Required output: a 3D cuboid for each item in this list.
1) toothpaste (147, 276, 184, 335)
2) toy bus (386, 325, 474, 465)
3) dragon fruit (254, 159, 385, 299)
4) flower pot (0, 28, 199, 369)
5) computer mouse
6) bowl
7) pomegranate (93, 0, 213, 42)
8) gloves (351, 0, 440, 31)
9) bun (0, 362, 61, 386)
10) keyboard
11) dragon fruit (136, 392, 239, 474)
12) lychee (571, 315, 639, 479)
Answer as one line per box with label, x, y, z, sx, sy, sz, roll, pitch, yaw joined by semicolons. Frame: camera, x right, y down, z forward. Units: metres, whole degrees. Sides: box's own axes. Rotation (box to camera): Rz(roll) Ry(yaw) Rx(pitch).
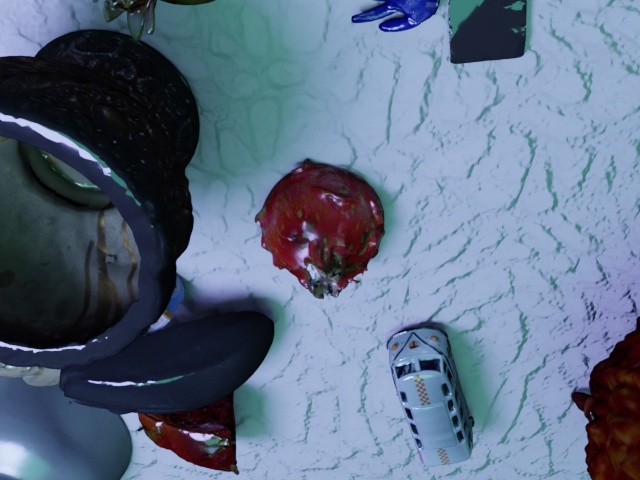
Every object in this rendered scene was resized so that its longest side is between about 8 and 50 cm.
toothpaste;-0.253;0.026;0.862;0.193;0.070;0.044;41;123;-13
toy bus;0.142;0.204;0.928;0.087;0.089;0.194;-12;121;12
dragon fruit;0.000;0.000;0.792;0.153;0.111;0.153;0;122;0
flower pot;-0.232;-0.063;0.673;0.266;0.267;0.267;3;124;5
computer mouse;-0.179;0.166;0.882;0.269;0.086;0.138;-16;154;-3
bowl;-0.430;0.331;1.028;0.289;0.146;0.289;3;125;4
pomegranate;-0.124;-0.248;0.607;0.129;0.159;0.129;-3;151;-2
gloves;0.068;-0.226;0.681;0.086;0.026;0.064;13;126;-4
bun;-0.373;0.096;0.882;0.237;0.116;0.210;1;125;2
keyboard;0.151;-0.259;0.661;0.074;0.015;0.197;-3;123;11
dragon fruit;-0.185;0.259;0.976;0.160;0.127;0.121;3;117;0
lychee;0.471;0.231;0.745;0.424;0.425;0.500;46;155;-23
